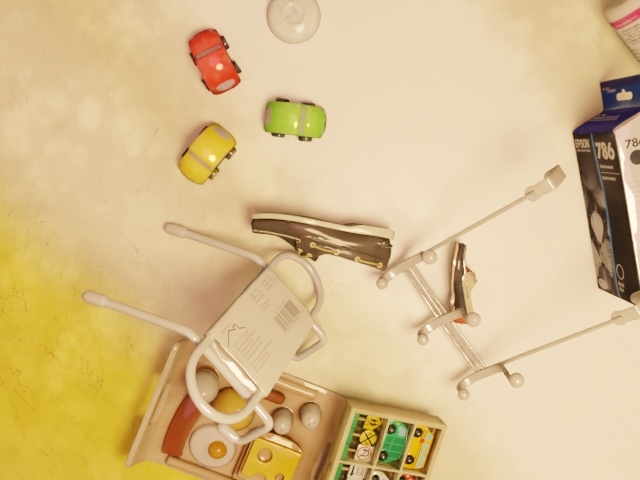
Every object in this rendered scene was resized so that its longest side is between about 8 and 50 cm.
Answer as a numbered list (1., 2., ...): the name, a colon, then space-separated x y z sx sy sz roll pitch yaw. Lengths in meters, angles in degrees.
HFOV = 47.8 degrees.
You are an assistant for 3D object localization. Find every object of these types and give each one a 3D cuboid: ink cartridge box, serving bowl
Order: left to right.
1. serving bowl: -0.041 -0.344 1.102 0.083 0.027 0.083 0 97 -1
2. ink cartridge box: 0.450 -0.075 1.083 0.065 0.165 0.333 -11 97 1

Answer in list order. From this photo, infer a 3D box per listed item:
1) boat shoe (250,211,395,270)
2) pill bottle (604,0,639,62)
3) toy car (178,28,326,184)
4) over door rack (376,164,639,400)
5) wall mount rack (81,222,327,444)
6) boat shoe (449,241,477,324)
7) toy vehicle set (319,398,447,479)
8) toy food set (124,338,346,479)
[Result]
1. boat shoe: 0.000 0.000 1.118 0.227 0.081 0.069 8 93 -6
2. pill bottle: 0.570 -0.279 1.065 0.160 0.160 0.283 -41 97 3
3. toy car: -0.101 -0.195 1.104 0.225 0.053 0.239 6 97 -3
4. over door rack: 0.265 0.077 1.045 0.324 0.108 0.239 -34 93 29
5. wall mount rack: -0.147 0.111 1.046 0.130 0.350 0.304 -35 99 36
6. boat shoe: 0.228 0.069 1.149 0.043 0.049 0.137 2 103 11
7. toy vehicle set: 0.081 0.391 1.144 0.166 0.035 0.267 14 100 -16
8. toy food set: -0.126 0.310 1.146 0.306 0.092 0.220 22 95 -4
